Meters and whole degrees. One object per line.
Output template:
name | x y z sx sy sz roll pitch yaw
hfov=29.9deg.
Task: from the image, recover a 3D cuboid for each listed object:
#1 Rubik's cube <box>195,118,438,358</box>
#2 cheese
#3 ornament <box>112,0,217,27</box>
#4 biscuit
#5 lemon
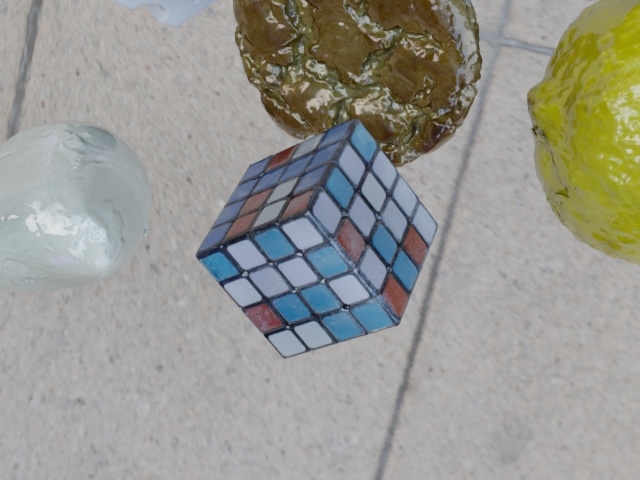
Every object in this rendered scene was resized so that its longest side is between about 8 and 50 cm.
Rubik's cube | 0.000 0.000 0.714 0.092 0.092 0.092 -21 118 37
cheese | -0.259 -0.033 1.200 0.198 0.189 0.154 -10 134 27
ornament | -0.184 -0.429 1.378 0.240 0.240 0.239 -27 70 25
biscuit | 0.024 -0.154 0.949 0.226 0.042 0.226 15 129 19
lemon | 0.338 -0.102 1.077 0.322 0.268 0.268 -2 106 -19
